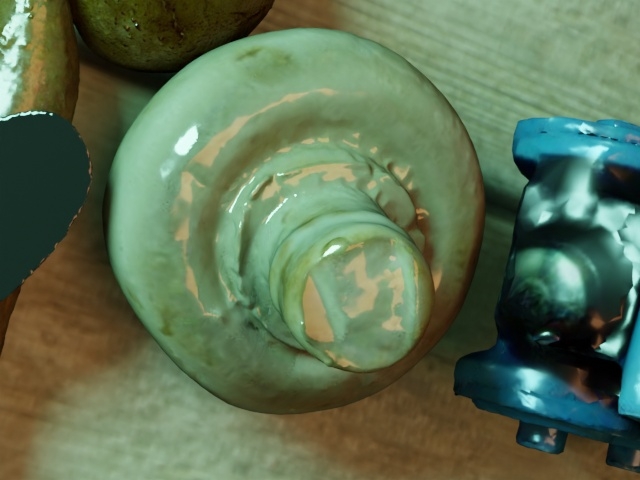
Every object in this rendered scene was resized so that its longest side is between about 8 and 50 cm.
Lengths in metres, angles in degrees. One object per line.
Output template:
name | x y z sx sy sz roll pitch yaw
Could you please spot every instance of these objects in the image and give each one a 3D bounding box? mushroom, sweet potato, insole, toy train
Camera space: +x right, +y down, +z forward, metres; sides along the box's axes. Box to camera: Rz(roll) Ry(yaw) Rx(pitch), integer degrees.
mushroom | -0.076 -0.145 0.918 0.127 0.087 0.127 -15 125 -23
mushroom | -0.006 -0.015 0.896 0.206 0.209 0.206 4 74 -15
sweet potato | -0.176 -0.011 0.880 0.066 0.072 0.314 18 89 -53
insole | -0.208 0.019 0.847 0.232 0.003 0.080 -34 89 2
toy train | 0.230 0.047 0.951 0.300 0.265 0.188 24 80 -59
